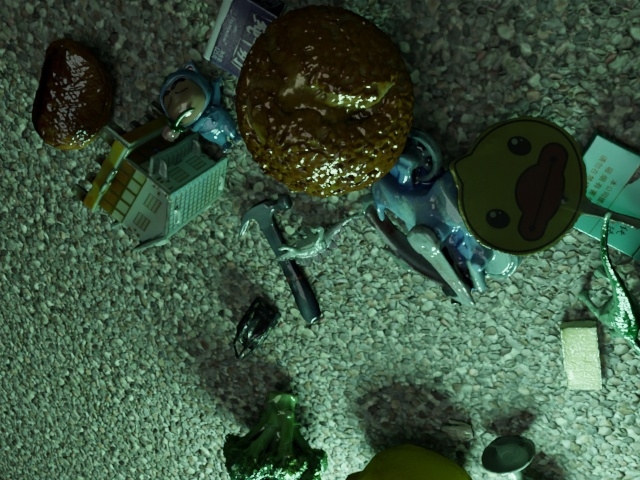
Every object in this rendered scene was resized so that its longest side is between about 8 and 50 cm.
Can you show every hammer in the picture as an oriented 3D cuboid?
[{"bbox_3d":[-0.074,0.051,1.376,0.137,0.037,0.290,-15,109,25],"label":"hammer"}]

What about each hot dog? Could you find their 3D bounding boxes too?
[{"bbox_3d":[-0.506,-0.297,1.324,0.160,0.099,0.227,32,121,3],"label":"hot dog"}]

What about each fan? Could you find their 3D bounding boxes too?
[{"bbox_3d":[0.368,-0.077,1.063,0.335,0.011,0.230,16,90,-5],"label":"fan"}]

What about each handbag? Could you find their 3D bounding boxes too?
[{"bbox_3d":[-0.150,0.211,1.425,0.072,0.139,0.115,32,121,-7],"label":"handbag"}]

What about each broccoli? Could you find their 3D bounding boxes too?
[{"bbox_3d":[-0.110,0.483,1.507,0.270,0.270,0.270,5,84,18],"label":"broccoli"}]

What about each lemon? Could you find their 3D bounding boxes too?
[{"bbox_3d":[0.205,0.573,1.413,0.319,0.245,0.245,17,120,16],"label":"lemon"}]

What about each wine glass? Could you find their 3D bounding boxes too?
[{"bbox_3d":[0.434,0.543,1.386,0.126,0.126,0.241,-19,106,27],"label":"wine glass"}]

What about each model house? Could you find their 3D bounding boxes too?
[{"bbox_3d":[-0.323,-0.118,1.274,0.215,0.224,0.198,38,121,0],"label":"model house"}]

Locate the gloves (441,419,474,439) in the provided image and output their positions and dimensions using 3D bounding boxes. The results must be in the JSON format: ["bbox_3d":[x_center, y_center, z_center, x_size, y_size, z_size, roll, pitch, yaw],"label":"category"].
[{"bbox_3d":[0.304,0.411,1.422,0.081,0.037,0.044,-9,76,30],"label":"gloves"}]

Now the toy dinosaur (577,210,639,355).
[{"bbox_3d":[0.492,0.082,1.136,0.076,0.129,0.383,-44,121,-5],"label":"toy dinosaur"}]

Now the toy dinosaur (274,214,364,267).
[{"bbox_3d":[0.000,-0.002,1.307,0.209,0.039,0.082,-30,121,16],"label":"toy dinosaur"}]

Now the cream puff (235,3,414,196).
[{"bbox_3d":[-0.002,-0.206,1.011,0.303,0.212,0.303,7,114,17],"label":"cream puff"}]

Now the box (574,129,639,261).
[{"bbox_3d":[0.522,-0.063,1.096,0.229,0.041,0.162,28,121,5],"label":"box"}]

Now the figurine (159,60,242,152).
[{"bbox_3d":[-0.230,-0.238,1.235,0.114,0.144,0.178,-33,113,34],"label":"figurine"}]

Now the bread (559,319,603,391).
[{"bbox_3d":[0.500,0.222,1.256,0.068,0.028,0.154,-6,114,23],"label":"bread"}]

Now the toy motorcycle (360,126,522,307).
[{"bbox_3d":[0.190,-0.027,1.153,0.241,0.182,0.319,-39,92,29],"label":"toy motorcycle"}]

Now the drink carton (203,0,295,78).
[{"bbox_3d":[-0.073,-0.334,1.149,0.222,0.102,0.134,31,119,1],"label":"drink carton"}]
